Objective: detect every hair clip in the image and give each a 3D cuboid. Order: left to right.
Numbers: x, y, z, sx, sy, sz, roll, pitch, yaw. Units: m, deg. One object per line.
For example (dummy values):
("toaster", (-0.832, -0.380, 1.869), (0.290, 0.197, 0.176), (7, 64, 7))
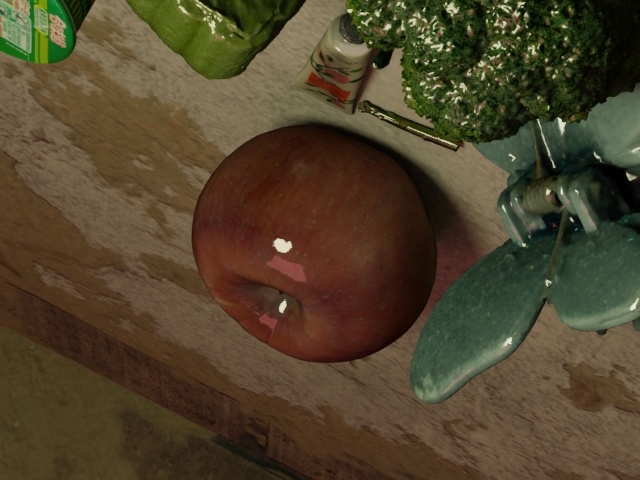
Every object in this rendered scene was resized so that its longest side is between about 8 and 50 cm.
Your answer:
("hair clip", (0.283, -0.027, 1.694), (0.238, 0.392, 0.318), (15, 164, -32))

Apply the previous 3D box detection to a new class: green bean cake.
("green bean cake", (-0.112, -0.300, 1.662), (0.248, 0.222, 0.125), (36, 157, -5))

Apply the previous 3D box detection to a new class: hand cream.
("hand cream", (0.018, -0.191, 1.946), (0.080, 0.050, 0.234), (27, 162, -1))

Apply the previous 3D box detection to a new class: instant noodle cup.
("instant noodle cup", (-0.272, -0.330, 1.769), (0.207, 0.233, 0.207), (26, 155, 13))

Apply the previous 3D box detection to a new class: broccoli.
("broccoli", (0.149, -0.229, 1.463), (0.283, 0.304, 0.321), (-126, 22, -54))

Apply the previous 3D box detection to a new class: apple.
("apple", (0.000, 0.000, 2.097), (0.305, 0.235, 0.306), (23, 152, 13))

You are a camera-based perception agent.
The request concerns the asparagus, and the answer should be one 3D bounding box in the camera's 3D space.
("asparagus", (0.099, -0.129, 2.000), (0.127, 0.015, 0.018), (23, 146, 15))
